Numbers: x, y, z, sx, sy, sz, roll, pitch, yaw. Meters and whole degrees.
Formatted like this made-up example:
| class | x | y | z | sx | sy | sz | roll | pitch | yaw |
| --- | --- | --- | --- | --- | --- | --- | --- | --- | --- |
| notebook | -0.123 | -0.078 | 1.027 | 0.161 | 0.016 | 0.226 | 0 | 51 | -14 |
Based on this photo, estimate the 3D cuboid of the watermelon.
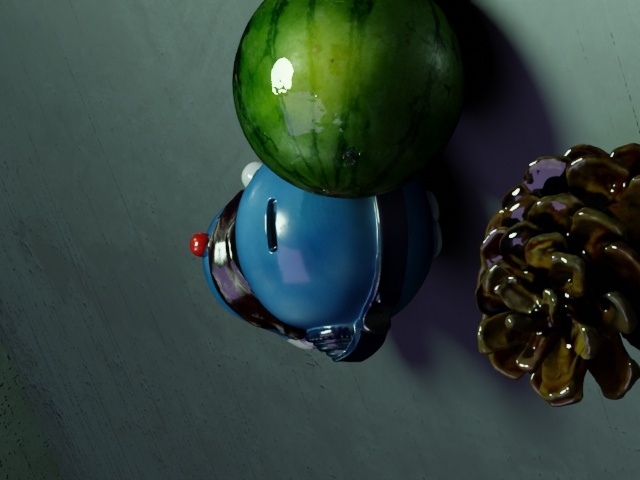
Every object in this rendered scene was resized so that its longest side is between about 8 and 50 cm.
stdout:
| class | x | y | z | sx | sy | sz | roll | pitch | yaw |
| --- | --- | --- | --- | --- | --- | --- | --- | --- | --- |
| watermelon | 0.030 | -0.163 | 1.964 | 0.242 | 0.242 | 0.242 | 38 | 146 | 32 |

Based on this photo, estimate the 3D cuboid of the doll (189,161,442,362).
| class | x | y | z | sx | sy | sz | roll | pitch | yaw |
| --- | --- | --- | --- | --- | --- | --- | --- | --- | --- |
| doll | 0.000 | 0.000 | 2.171 | 0.310 | 0.240 | 0.284 | -14 | 77 | 55 |

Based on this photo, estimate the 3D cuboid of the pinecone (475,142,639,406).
| class | x | y | z | sx | sy | sz | roll | pitch | yaw |
| --- | --- | --- | --- | --- | --- | --- | --- | --- | --- |
| pinecone | 0.260 | 0.038 | 1.787 | 0.244 | 0.309 | 0.244 | 13 | 126 | 19 |
